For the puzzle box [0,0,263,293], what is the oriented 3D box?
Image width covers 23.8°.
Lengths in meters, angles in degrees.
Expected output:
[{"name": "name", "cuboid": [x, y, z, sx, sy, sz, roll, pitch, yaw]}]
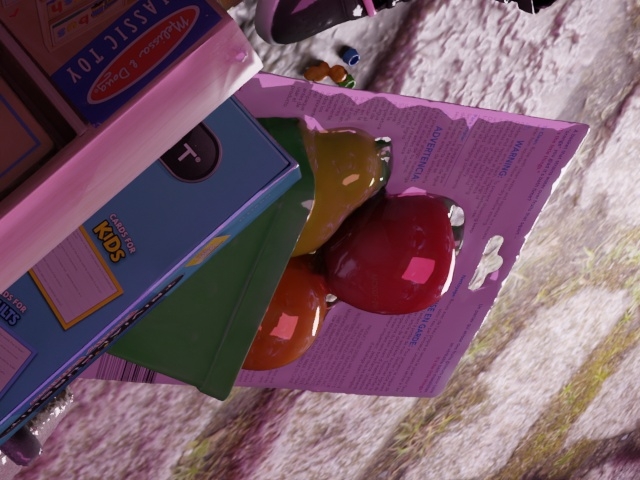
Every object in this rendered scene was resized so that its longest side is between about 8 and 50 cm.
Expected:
[{"name": "puzzle box", "cuboid": [-0.265, -0.053, 0.816, 0.409, 0.272, 0.052, -41, 152, -3]}]

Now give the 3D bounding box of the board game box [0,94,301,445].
[{"name": "board game box", "cuboid": [-0.219, -0.024, 0.923, 0.336, 0.254, 0.079, -41, 176, -2]}]

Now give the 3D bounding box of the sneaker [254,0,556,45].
[{"name": "sneaker", "cuboid": [0.096, -0.218, 1.169, 0.295, 0.147, 0.104, -36, 153, -9]}]

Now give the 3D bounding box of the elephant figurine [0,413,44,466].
[{"name": "elephant figurine", "cuboid": [-0.207, 0.015, 1.105, 0.239, 0.169, 0.186, -48, 172, -11]}]

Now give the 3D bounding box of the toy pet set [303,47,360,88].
[{"name": "toy pet set", "cuboid": [-0.001, -0.085, 1.313, 0.114, 0.065, 0.122, -27, 147, -26]}]

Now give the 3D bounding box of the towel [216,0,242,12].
[{"name": "towel", "cuboid": [-0.087, -0.183, 1.132, 0.083, 0.009, 0.060, -38, 152, -7]}]

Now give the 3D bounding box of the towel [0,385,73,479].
[{"name": "towel", "cuboid": [-0.300, 0.214, 1.248, 0.187, 0.049, 0.282, -48, 180, 12]}]

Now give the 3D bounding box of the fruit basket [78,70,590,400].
[{"name": "fruit basket", "cuboid": [0.000, 0.000, 1.240, 0.353, 0.165, 0.327, 2, 131, -27]}]
